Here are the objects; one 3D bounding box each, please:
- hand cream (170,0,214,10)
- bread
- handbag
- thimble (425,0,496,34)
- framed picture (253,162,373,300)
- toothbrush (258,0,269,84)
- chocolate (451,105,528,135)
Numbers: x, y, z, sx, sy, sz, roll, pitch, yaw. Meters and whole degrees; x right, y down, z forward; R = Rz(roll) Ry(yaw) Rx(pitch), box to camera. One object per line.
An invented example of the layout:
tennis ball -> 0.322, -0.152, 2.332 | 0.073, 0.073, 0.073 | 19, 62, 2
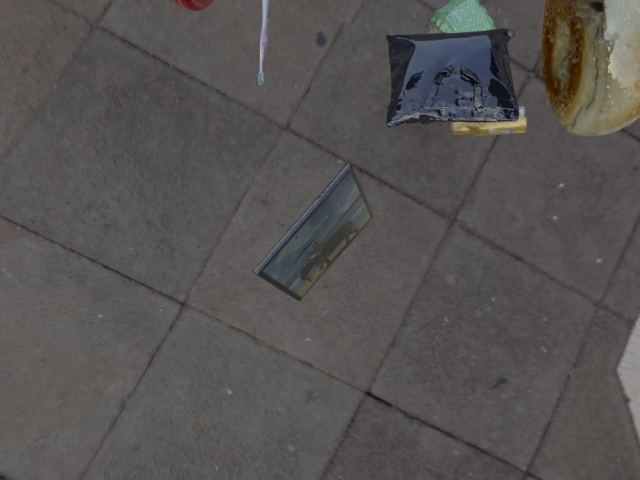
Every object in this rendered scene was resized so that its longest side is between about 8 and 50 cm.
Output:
hand cream -> -0.196, -0.438, 0.912 | 0.125, 0.193, 0.193 | 27, 78, 6
bread -> 0.436, -0.309, 0.970 | 0.158, 0.305, 0.306 | -4, 85, 7
handbag -> 0.251, -0.315, 1.244 | 0.254, 0.089, 0.211 | 1, 70, 8
thimble -> 0.442, -0.637, 1.995 | 0.150, 0.219, 0.219 | -34, 93, 1
framed picture -> 0.000, 0.000, 1.299 | 0.016, 0.347, 0.265 | 41, 86, 18
toothbrush -> -0.128, -0.452, 1.436 | 0.017, 0.022, 0.204 | 2, 92, -30
chocolate -> 0.504, -0.348, 1.919 | 0.219, 0.085, 0.086 | -5, 85, 14
